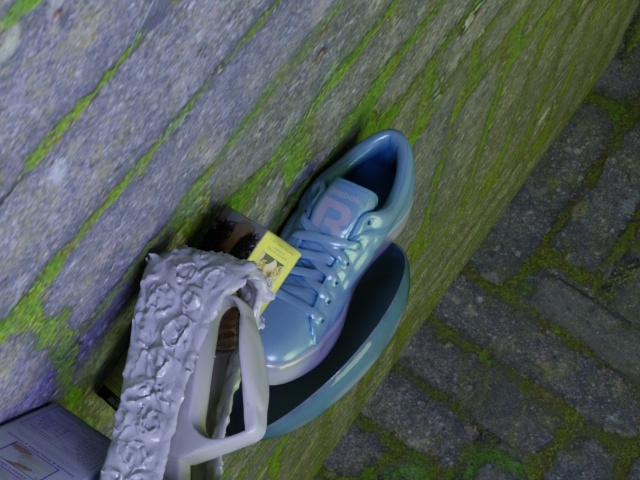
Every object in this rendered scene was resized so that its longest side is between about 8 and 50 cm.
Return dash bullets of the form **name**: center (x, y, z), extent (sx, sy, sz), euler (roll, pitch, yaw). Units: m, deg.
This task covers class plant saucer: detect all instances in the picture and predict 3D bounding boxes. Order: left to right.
- **plant saucer**: center (-0.002, 0.131, 1.764), extent (0.317, 0.044, 0.317), euler (-41, -163, 15)

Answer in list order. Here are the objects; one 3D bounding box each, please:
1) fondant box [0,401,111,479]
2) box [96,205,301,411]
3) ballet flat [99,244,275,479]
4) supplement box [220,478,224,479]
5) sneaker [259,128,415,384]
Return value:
- **fondant box**: center (-0.310, 0.283, 1.183), extent (0.238, 0.096, 0.330), euler (-59, 170, 13)
- **box**: center (-0.121, 0.084, 1.420), extent (0.058, 0.087, 0.232), euler (36, 85, -39)
- **ballet flat**: center (-0.117, 0.190, 1.245), extent (0.147, 0.147, 0.409), euler (92, 4, -70)
- **supplement box**: center (-0.202, 0.390, 1.911), extent (0.114, 0.111, 0.220), euler (-48, 167, -40)
- **sneaker**: center (0.000, 0.000, 1.676), extent (0.150, 0.135, 0.366), euler (95, 22, -50)
